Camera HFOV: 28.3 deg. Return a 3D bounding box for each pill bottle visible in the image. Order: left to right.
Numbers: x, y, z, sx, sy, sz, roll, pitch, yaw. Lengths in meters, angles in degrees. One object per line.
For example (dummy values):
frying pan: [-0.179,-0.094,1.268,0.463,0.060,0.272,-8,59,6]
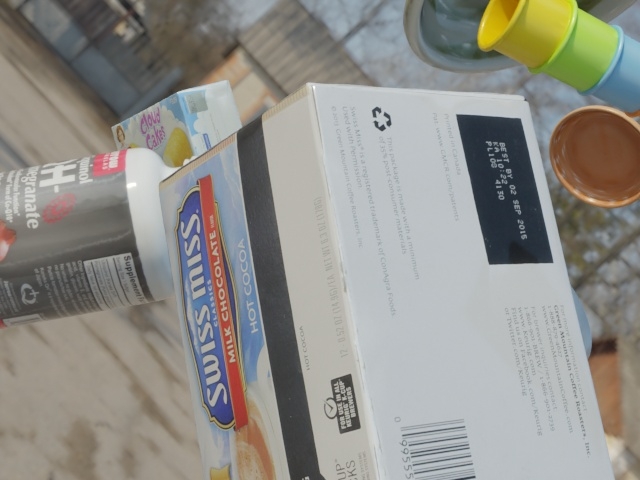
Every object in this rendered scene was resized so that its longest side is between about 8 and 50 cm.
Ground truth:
pill bottle: [-0.253,-0.008,1.438,0.176,0.318,0.176,170,-90,-90]

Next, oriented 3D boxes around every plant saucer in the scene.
plant saucer: [0.271,-0.364,1.557,0.101,0.400,0.400,67,7,24]
plant saucer: [0.510,-0.154,2.289,0.200,0.037,0.200,19,-53,27]

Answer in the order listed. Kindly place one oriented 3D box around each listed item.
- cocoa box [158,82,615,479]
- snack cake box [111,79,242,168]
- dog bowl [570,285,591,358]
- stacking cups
cocoa box: [0.044,0.082,0.985,0.231,0.228,0.347,-1,74,-37]
snack cake box: [-0.206,-0.130,1.873,0.264,0.089,0.152,-13,-85,60]
dog bowl: [0.291,0.118,1.985,0.265,0.104,0.265,45,-24,27]
stacking cups: [0.326,-0.184,1.394,0.316,0.096,0.096,24,7,-19]
